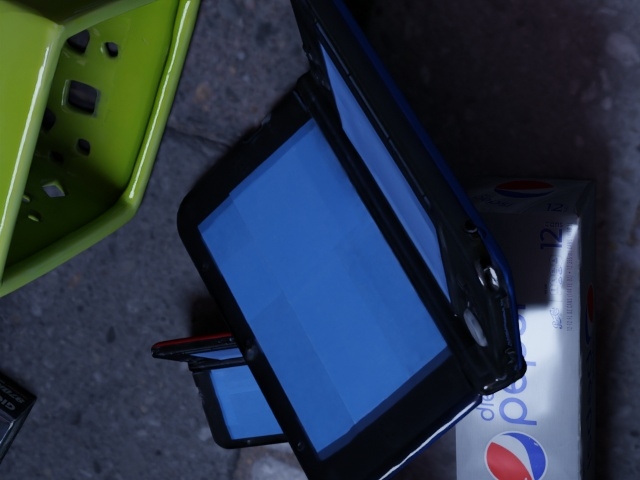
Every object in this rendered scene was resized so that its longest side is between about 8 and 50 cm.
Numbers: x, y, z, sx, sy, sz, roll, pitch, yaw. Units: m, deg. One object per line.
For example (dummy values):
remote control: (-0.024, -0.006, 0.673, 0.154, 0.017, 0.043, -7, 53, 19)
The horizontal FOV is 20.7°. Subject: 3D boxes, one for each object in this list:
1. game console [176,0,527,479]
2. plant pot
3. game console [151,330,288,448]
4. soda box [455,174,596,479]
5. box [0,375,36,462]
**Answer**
game console: (0.000, 0.000, 1.219, 0.173, 0.250, 0.293, -29, 63, -4)
plant pot: (-0.245, -0.120, 1.294, 0.207, 0.227, 0.228, 25, 115, 14)
game console: (-0.045, 0.117, 1.392, 0.144, 0.124, 0.085, -10, 80, 19)
soda box: (0.155, 0.099, 1.318, 0.098, 0.091, 0.286, 2, 110, 17)
box: (-0.372, 0.178, 1.528, 0.175, 0.051, 0.220, 34, 115, 3)
